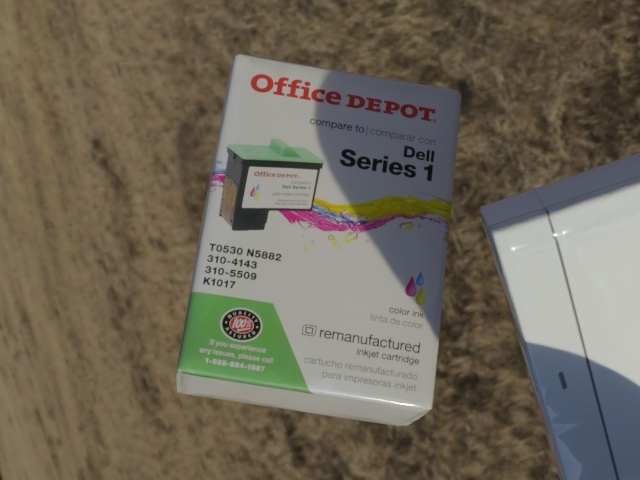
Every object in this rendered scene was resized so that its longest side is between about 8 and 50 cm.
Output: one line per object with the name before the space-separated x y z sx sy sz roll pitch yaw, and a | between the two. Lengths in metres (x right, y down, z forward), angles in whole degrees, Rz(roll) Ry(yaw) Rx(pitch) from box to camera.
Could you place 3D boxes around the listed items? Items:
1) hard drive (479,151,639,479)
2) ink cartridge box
hard drive | 0.297 0.024 0.628 0.047 0.353 0.233 -101 -10 -59
ink cartridge box | 0.000 0.000 0.865 0.117 0.201 0.278 111 167 -71
